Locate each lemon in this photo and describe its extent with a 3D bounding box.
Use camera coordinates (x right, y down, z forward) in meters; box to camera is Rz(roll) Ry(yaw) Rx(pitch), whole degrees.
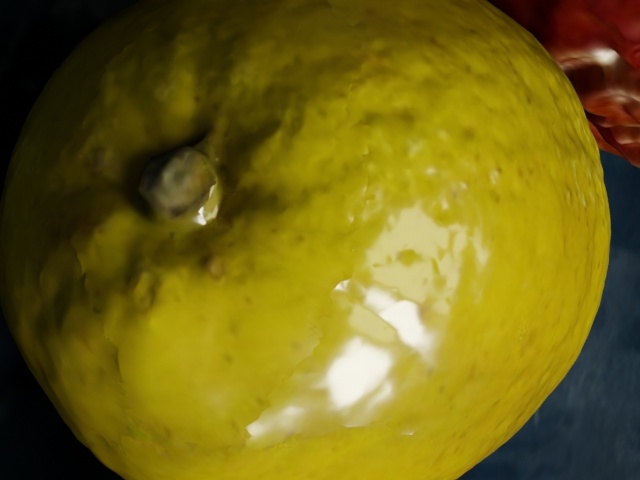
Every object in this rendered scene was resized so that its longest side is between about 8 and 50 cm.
[{"bbox_3d":[0.000,0.000,0.538,0.207,0.170,0.170,7,93,-62],"label":"lemon"}]

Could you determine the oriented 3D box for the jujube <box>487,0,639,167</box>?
[{"bbox_3d":[0.127,-0.122,0.625,0.213,0.232,0.213,-5,107,-16],"label":"jujube"}]
